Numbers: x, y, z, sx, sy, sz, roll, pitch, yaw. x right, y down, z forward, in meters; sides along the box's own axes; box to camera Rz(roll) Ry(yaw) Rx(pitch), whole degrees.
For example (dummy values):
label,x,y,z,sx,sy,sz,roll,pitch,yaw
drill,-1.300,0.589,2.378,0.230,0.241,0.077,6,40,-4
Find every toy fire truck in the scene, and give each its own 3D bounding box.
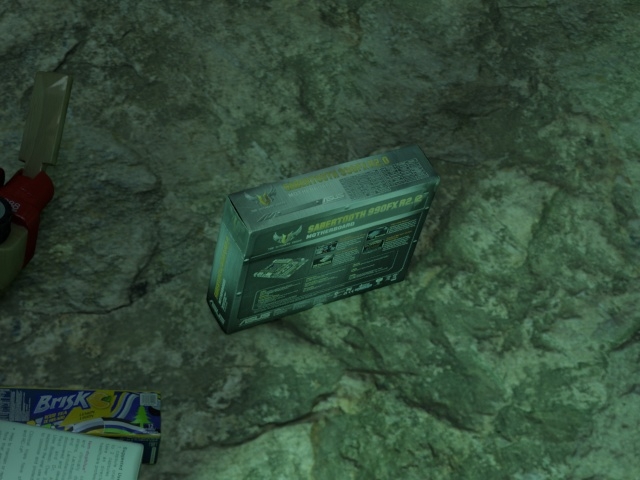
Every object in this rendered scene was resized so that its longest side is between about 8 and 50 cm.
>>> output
label,x,y,z,sx,sy,sz,roll,pitch,yaw
toy fire truck,-0.383,-0.082,1.546,0.217,0.158,0.246,23,38,7

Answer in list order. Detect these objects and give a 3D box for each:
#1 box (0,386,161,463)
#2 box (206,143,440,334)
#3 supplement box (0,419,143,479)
label,x,y,z,sx,sy,sz,roll,pitch,yaw
box,-0.242,0.182,1.402,0.169,0.059,0.054,3,51,-10
box,0.000,0.000,1.528,0.231,0.183,0.056,-17,56,-24
supplement box,-0.282,0.241,1.311,0.220,0.111,0.114,9,50,-5
